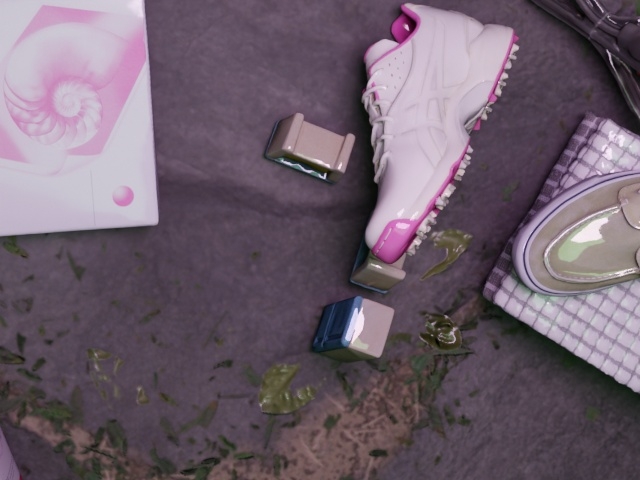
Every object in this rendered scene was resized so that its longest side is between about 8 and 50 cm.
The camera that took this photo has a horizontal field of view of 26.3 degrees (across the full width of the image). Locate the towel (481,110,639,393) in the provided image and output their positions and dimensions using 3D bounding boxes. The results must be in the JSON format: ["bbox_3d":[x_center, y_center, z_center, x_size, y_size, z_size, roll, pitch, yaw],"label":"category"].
[{"bbox_3d":[0.343,0.030,1.439,0.284,0.121,0.235,30,94,-11],"label":"towel"}]

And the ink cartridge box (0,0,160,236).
[{"bbox_3d":[-0.328,-0.167,1.330,0.324,0.071,0.330,-5,103,-7],"label":"ink cartridge box"}]

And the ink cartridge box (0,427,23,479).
[{"bbox_3d":[-0.380,0.231,1.367,0.127,0.128,0.176,-19,102,-4],"label":"ink cartridge box"}]

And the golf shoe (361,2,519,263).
[{"bbox_3d":[0.086,-0.111,1.331,0.140,0.115,0.306,27,54,0],"label":"golf shoe"}]

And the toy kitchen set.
[{"bbox_3d":[0.000,0.000,1.402,0.166,0.122,0.207,21,77,-11],"label":"toy kitchen set"}]

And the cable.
[{"bbox_3d":[0.309,-0.206,1.382,0.287,0.072,0.139,37,131,22],"label":"cable"}]

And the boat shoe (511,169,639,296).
[{"bbox_3d":[0.332,-0.024,1.320,0.302,0.094,0.109,-21,100,-5],"label":"boat shoe"}]
